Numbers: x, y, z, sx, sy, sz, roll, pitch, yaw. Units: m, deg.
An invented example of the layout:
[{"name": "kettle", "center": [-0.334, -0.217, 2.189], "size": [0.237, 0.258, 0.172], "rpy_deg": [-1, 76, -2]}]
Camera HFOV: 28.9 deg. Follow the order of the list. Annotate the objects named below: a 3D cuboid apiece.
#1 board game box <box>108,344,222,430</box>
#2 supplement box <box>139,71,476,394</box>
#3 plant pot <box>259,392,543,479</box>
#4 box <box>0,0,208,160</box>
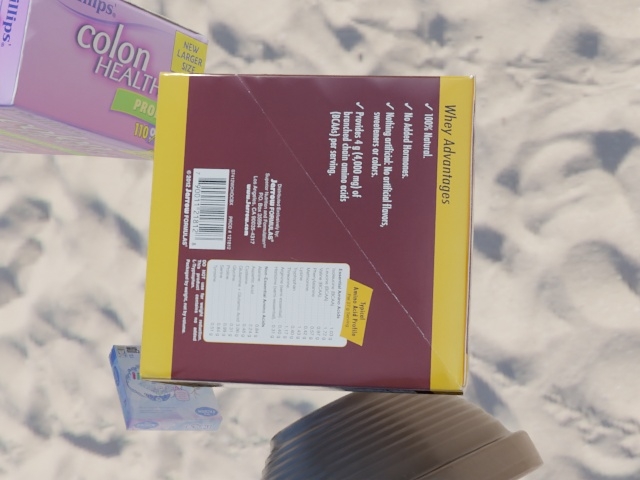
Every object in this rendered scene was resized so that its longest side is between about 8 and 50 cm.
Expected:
[{"name": "board game box", "center": [-0.145, 0.138, 1.159], "size": [0.020, 0.090, 0.090], "rpy_deg": [-63, 35, 35]}, {"name": "supplement box", "center": [0.000, 0.000, 0.794], "size": [0.194, 0.129, 0.191], "rpy_deg": [2, 82, 7]}, {"name": "plant pot", "center": [0.039, 0.173, 0.933], "size": [0.237, 0.237, 0.110], "rpy_deg": [-37, 73, 44]}, {"name": "box", "center": [-0.261, -0.148, 1.074], "size": [0.243, 0.213, 0.117], "rpy_deg": [5, 84, 33]}]
